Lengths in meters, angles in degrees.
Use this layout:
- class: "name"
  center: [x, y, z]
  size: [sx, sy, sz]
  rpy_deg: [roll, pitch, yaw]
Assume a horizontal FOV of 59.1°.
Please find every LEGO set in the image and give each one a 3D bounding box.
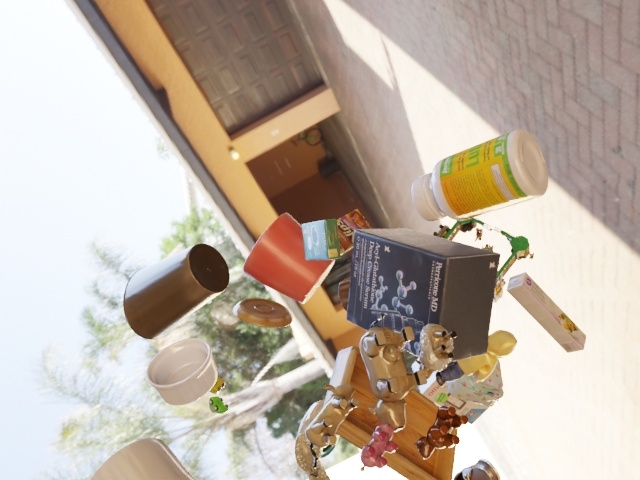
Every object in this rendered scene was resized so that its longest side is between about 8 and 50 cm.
- class: "LEGO set"
  center: [0.567, 0.062, 1.992]
  size: [0.331, 0.254, 0.192]
  rpy_deg: [23, 160, 30]

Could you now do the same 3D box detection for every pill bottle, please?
- class: "pill bottle"
  center: [0.312, -0.118, 1.135]
  size: [0.136, 0.246, 0.136]
  rpy_deg: [19, -117, -42]

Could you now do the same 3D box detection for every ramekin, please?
- class: "ramekin"
  center: [-0.558, 0.542, 2.312]
  size: [0.277, 0.277, 0.135]
  rpy_deg: [-114, 5, -61]

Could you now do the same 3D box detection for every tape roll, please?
- class: "tape roll"
  center: [-0.453, 0.658, 1.445]
  size: [0.169, 0.246, 0.246]
  rpy_deg: [34, 165, 35]

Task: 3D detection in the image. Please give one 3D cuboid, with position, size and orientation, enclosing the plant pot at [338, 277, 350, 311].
- class: "plant pot"
  center: [0.163, 0.181, 1.982]
  size: [0.167, 0.165, 0.166]
  rpy_deg: [38, -136, -48]

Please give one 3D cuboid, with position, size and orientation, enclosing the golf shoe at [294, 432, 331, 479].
- class: "golf shoe"
  center: [-0.032, 0.589, 1.521]
  size: [0.086, 0.069, 0.176]
  rpy_deg: [-156, 46, -72]

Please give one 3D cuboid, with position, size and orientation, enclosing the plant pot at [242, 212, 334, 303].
- class: "plant pot"
  center: [-0.101, 0.078, 1.998]
  size: [0.243, 0.275, 0.275]
  rpy_deg: [36, 179, 7]

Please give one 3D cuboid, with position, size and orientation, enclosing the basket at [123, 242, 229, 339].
- class: "basket"
  center: [-0.342, 0.111, 1.364]
  size: [0.154, 0.227, 0.204]
  rpy_deg: [39, -143, -33]

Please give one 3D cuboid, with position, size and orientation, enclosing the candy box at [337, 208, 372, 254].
- class: "candy box"
  center: [0.093, -0.027, 1.931]
  size: [0.187, 0.053, 0.109]
  rpy_deg: [-30, -98, -45]

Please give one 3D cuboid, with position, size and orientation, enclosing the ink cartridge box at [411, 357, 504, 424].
- class: "ink cartridge box"
  center: [0.542, 0.552, 2.255]
  size: [0.270, 0.198, 0.197]
  rpy_deg: [32, -161, -16]

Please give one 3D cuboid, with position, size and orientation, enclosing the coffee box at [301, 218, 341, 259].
- class: "coffee box"
  center: [0.000, 0.000, 1.598]
  size: [0.184, 0.041, 0.113]
  rpy_deg: [171, 93, -68]

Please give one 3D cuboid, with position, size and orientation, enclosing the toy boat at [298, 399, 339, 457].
- class: "toy boat"
  center: [0.059, 0.656, 2.041]
  size: [0.148, 0.318, 0.267]
  rpy_deg: [34, 139, 32]

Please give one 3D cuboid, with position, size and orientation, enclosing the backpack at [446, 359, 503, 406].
- class: "backpack"
  center: [0.535, 0.476, 1.967]
  size: [0.144, 0.189, 0.165]
  rpy_deg: [102, 177, -47]

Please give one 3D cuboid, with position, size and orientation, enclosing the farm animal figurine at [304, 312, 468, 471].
- class: "farm animal figurine"
  center: [0.131, 0.328, 1.217]
  size: [0.172, 0.331, 0.326]
  rpy_deg: [129, 148, -62]

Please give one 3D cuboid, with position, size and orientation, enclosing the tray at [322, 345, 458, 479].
- class: "tray"
  center: [0.189, 0.468, 1.454]
  size: [0.411, 0.076, 0.202]
  rpy_deg: [38, -133, -21]

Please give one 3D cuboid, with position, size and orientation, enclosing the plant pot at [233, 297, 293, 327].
- class: "plant pot"
  center: [-0.220, 0.274, 2.189]
  size: [0.236, 0.237, 0.032]
  rpy_deg: [-110, 31, -74]

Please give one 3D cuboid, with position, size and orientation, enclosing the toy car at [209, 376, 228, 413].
- class: "toy car"
  center: [-0.479, 0.684, 2.443]
  size: [0.239, 0.053, 0.225]
  rpy_deg: [6, -158, -46]

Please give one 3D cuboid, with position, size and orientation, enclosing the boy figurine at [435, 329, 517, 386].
- class: "boy figurine"
  center: [0.466, 0.344, 1.732]
  size: [0.092, 0.285, 0.177]
  rpy_deg: [-11, -111, -57]

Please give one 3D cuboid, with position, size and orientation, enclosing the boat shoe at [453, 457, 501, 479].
- class: "boat shoe"
  center: [0.612, 0.944, 2.234]
  size: [0.116, 0.097, 0.324]
  rpy_deg: [60, 162, 21]

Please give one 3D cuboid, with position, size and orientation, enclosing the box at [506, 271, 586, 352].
- class: "box"
  center: [0.726, 0.234, 1.805]
  size: [0.324, 0.067, 0.063]
  rpy_deg: [43, -130, -12]

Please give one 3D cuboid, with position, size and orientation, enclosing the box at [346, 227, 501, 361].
- class: "box"
  center: [0.280, 0.141, 1.628]
  size: [0.396, 0.212, 0.293]
  rpy_deg: [19, 107, 54]
